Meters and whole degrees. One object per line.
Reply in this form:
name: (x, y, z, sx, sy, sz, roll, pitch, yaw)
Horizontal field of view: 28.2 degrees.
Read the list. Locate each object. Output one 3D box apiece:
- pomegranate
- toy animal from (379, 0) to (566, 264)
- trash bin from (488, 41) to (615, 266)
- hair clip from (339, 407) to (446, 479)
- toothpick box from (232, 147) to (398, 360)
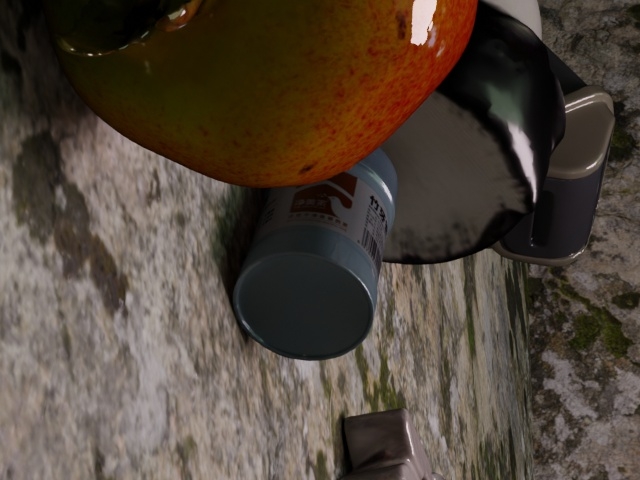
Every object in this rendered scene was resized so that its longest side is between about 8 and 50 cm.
pomegranate: (-0.038, -0.130, 0.623, 0.257, 0.221, 0.220, -19, 104, -58)
toy animal: (0.095, -0.141, 1.108, 0.310, 0.251, 0.251, -70, 151, -47)
trash bin: (0.208, -0.125, 1.432, 0.290, 0.182, 0.209, 56, -15, 32)
hair clip: (0.097, 0.289, 1.217, 0.101, 0.085, 0.330, -84, 160, -45)
toothpick box: (0.000, 0.000, 0.925, 0.153, 0.101, 0.101, -77, 156, -52)
